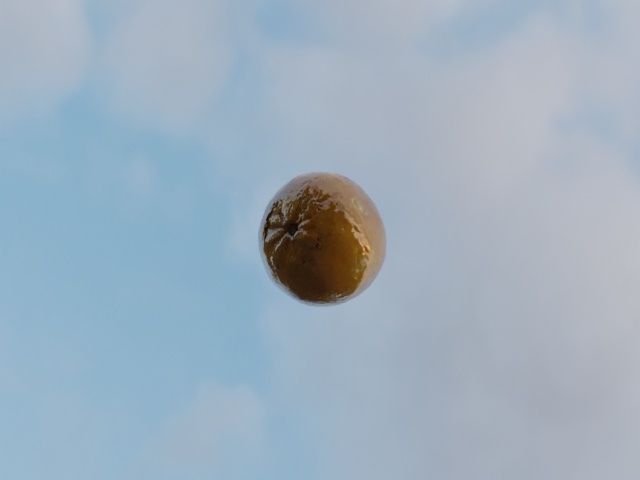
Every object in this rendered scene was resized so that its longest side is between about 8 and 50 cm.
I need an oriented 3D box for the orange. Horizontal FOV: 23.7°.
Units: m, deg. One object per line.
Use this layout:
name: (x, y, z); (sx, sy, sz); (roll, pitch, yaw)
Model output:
orange: (0.000, 0.000, 0.915); (0.083, 0.070, 0.083); (1, -89, 38)
